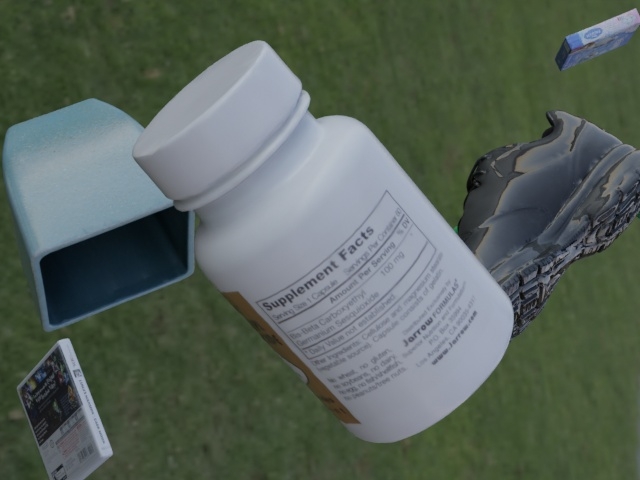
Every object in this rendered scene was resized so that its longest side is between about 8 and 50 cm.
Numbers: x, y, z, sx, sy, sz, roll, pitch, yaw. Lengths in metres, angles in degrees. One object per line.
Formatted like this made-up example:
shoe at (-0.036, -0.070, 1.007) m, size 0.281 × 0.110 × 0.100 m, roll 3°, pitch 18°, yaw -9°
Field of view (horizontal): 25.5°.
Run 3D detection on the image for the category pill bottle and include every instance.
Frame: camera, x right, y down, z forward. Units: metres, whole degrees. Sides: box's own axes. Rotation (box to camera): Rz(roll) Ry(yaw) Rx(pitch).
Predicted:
pill bottle at (0.000, 0.000, 0.844) m, size 0.229 × 0.131 × 0.131 m, roll 49°, pitch 31°, yaw -19°

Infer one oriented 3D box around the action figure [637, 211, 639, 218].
action figure at (0.454, -0.009, 1.527) m, size 0.063 × 0.232 × 0.137 m, roll -50°, pitch 165°, yaw -35°

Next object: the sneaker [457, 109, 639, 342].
sneaker at (0.162, -0.008, 1.220) m, size 0.286 × 0.130 × 0.109 m, roll -38°, pitch 154°, yaw -28°

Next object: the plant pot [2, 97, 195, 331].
plant pot at (-0.350, -0.060, 2.101) m, size 0.252 × 0.247 × 0.247 m, roll 60°, pitch -18°, yaw 23°

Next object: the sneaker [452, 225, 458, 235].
sneaker at (0.135, 0.074, 1.963) m, size 0.295 × 0.109 × 0.124 m, roll -40°, pitch 117°, yaw -41°

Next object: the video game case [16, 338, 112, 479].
video game case at (-0.358, 0.249, 1.969) m, size 0.022 × 0.190 × 0.173 m, roll -14°, pitch 73°, yaw -35°

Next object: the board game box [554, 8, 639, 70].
board game box at (0.326, -0.235, 1.665) m, size 0.090 × 0.090 × 0.020 m, roll 79°, pitch -13°, yaw -81°
